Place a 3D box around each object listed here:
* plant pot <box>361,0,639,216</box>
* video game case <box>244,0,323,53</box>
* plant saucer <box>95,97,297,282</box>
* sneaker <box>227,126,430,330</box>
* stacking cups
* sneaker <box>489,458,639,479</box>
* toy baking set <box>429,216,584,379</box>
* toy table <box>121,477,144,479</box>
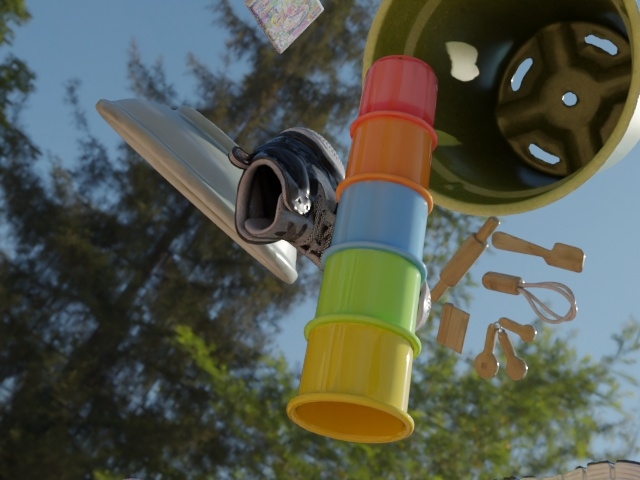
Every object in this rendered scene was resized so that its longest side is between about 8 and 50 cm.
[{"bbox_3d":[0.220,-0.159,1.085,0.276,0.276,0.254,16,7,28],"label":"plant pot"},{"bbox_3d":[-0.047,-0.310,1.403,0.011,0.087,0.122,43,-3,28],"label":"video game case"},{"bbox_3d":[-0.163,-0.099,1.619,0.400,0.100,0.400,42,-4,4],"label":"plant saucer"},{"bbox_3d":[0.000,0.000,1.129,0.101,0.153,0.268,-42,-103,30],"label":"sneaker"},{"bbox_3d":[0.039,-0.004,0.846,0.096,0.316,0.096,6,-28,3],"label":"stacking cups"},{"bbox_3d":[0.177,0.233,0.817,0.081,0.094,0.208,22,-32,-28],"label":"sneaker"},{"bbox_3d":[0.246,0.070,1.414,0.197,0.030,0.256,51,-54,32],"label":"toy baking set"},{"bbox_3d":[-0.099,0.341,0.855,0.161,0.274,0.252,25,-33,-38],"label":"toy table"}]
